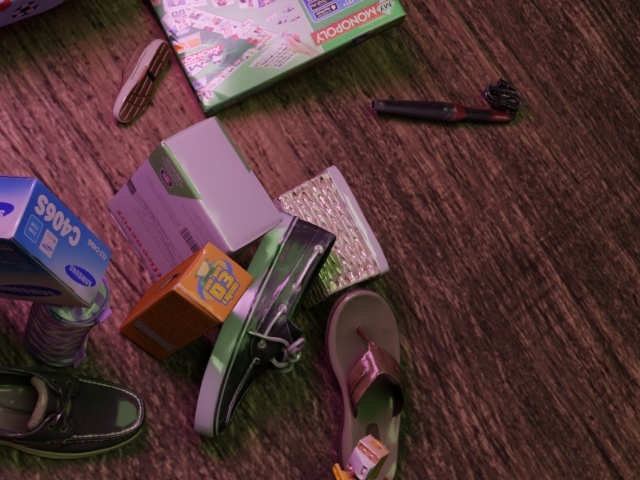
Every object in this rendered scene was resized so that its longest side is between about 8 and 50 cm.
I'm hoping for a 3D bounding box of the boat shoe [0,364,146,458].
[{"bbox_3d":[-0.342,0.202,1.491,0.285,0.092,0.103,10,69,-21],"label":"boat shoe"}]

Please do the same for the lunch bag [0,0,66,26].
[{"bbox_3d":[-0.388,-0.411,1.556,0.303,0.115,0.243,-30,85,-21],"label":"lunch bag"}]

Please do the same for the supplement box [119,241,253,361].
[{"bbox_3d":[-0.169,0.080,1.530,0.080,0.233,0.078,39,62,-8],"label":"supplement box"}]

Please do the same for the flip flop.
[{"bbox_3d":[0.071,0.202,1.658,0.112,0.080,0.277,0,88,-27],"label":"flip flop"}]

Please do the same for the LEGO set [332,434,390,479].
[{"bbox_3d":[0.058,0.383,1.593,0.107,0.132,0.287,5,93,-29],"label":"LEGO set"}]

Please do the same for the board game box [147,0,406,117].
[{"bbox_3d":[-0.068,-0.338,1.754,0.317,0.046,0.214,-26,85,-5],"label":"board game box"}]

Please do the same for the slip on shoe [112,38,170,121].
[{"bbox_3d":[-0.255,-0.222,1.705,0.041,0.051,0.135,16,70,24],"label":"slip on shoe"}]

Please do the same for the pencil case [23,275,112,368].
[{"bbox_3d":[-0.302,0.090,1.486,0.088,0.206,0.086,36,64,-5],"label":"pencil case"}]

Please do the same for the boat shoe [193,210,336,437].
[{"bbox_3d":[-0.067,0.119,1.595,0.104,0.113,0.306,22,79,5],"label":"boat shoe"}]

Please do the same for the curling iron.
[{"bbox_3d":[0.195,-0.209,1.908,0.274,0.035,0.068,-7,72,-27],"label":"curling iron"}]

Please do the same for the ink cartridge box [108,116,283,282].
[{"bbox_3d":[-0.165,-0.036,1.582,0.092,0.219,0.160,-32,89,-33],"label":"ink cartridge box"}]

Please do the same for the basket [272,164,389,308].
[{"bbox_3d":[0.000,0.000,1.707,0.103,0.113,0.167,-24,84,-25],"label":"basket"}]

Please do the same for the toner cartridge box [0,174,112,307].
[{"bbox_3d":[-0.422,-0.007,1.373,0.165,0.347,0.075,52,48,-54],"label":"toner cartridge box"}]
